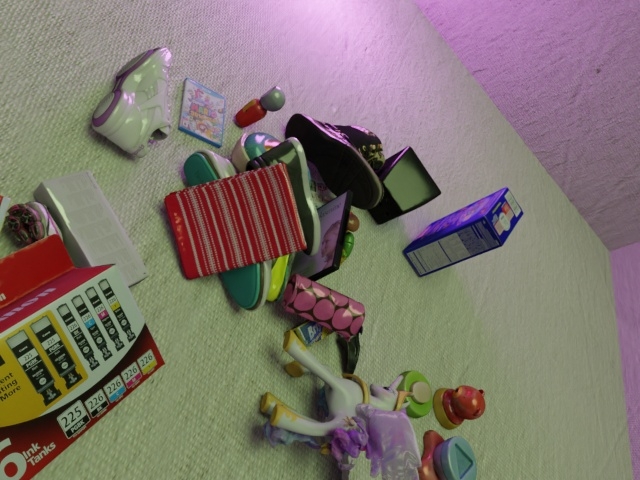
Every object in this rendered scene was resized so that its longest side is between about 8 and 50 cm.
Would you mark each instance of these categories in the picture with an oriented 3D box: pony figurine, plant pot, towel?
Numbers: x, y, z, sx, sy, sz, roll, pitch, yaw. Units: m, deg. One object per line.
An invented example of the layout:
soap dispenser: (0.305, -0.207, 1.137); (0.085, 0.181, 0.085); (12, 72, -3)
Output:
pony figurine: (0.056, 0.401, 1.146); (0.364, 0.302, 0.350); (25, 42, -16)
plant pot: (0.233, -0.158, 1.691); (0.167, 0.188, 0.187); (-40, 99, -35)
towel: (-0.184, -0.040, 1.127); (0.031, 0.275, 0.198); (2, 74, -84)

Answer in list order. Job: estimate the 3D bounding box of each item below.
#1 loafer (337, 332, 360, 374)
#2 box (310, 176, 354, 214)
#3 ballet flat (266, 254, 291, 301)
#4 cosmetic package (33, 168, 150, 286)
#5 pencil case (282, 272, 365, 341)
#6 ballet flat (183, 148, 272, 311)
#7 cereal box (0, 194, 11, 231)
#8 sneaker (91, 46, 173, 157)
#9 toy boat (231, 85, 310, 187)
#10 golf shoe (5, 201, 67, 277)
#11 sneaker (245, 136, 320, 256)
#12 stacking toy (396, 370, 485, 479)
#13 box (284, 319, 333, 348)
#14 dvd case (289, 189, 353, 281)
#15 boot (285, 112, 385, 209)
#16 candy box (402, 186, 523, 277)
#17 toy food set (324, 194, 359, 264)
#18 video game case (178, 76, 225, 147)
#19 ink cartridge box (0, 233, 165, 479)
loafer: (0.073, 0.265, 1.379); (0.062, 0.062, 0.169); (6, 64, 0)
box: (0.010, -0.117, 1.536); (0.207, 0.036, 0.114); (12, 60, -42)
ballet flat: (-0.108, 0.044, 1.302); (0.077, 0.077, 0.230); (25, 52, -12)
cosmetic package: (-0.433, -0.009, 1.002); (0.099, 0.060, 0.238); (-30, 91, -48)
pencil case: (0.006, 0.160, 1.260); (0.210, 0.095, 0.098); (28, 92, -19)
ballet flat: (-0.188, -0.034, 1.227); (0.139, 0.139, 0.399); (-12, 74, -48)
cereal box: (-0.636, -0.029, 0.817); (0.240, 0.047, 0.172); (24, 52, -36)
sneaker: (-0.399, -0.315, 1.198); (0.152, 0.114, 0.304); (46, 45, -37)
toy boat: (-0.125, -0.246, 1.361); (0.268, 0.148, 0.318); (21, 47, -58)
golf shoe: (-0.478, 0.019, 0.934); (0.086, 0.068, 0.185); (-52, 126, -78)
sneaker: (-0.094, -0.081, 1.236); (0.147, 0.105, 0.295); (-22, 116, -21)
stacking toy: (0.339, 0.502, 1.448); (0.280, 0.130, 0.308); (40, 44, -23)
box: (-0.009, 0.218, 1.312); (0.169, 0.054, 0.059); (-22, 84, -49)
dvd case: (0.000, 0.000, 1.347); (0.022, 0.180, 0.252); (35, 47, -26)
boot: (0.101, -0.238, 1.562); (0.377, 0.138, 0.284); (43, 29, 26)
candy box: (0.469, -0.025, 1.738); (0.268, 0.317, 0.122); (-37, 98, -48)
toy food set: (0.055, -0.027, 1.469); (0.128, 0.071, 0.217); (28, 64, -37)
video game case: (-0.301, -0.328, 1.355); (0.119, 0.015, 0.166); (22, 54, -36)
ink cartridge box: (-0.433, 0.166, 0.790); (0.309, 0.130, 0.271); (-43, 120, -48)
